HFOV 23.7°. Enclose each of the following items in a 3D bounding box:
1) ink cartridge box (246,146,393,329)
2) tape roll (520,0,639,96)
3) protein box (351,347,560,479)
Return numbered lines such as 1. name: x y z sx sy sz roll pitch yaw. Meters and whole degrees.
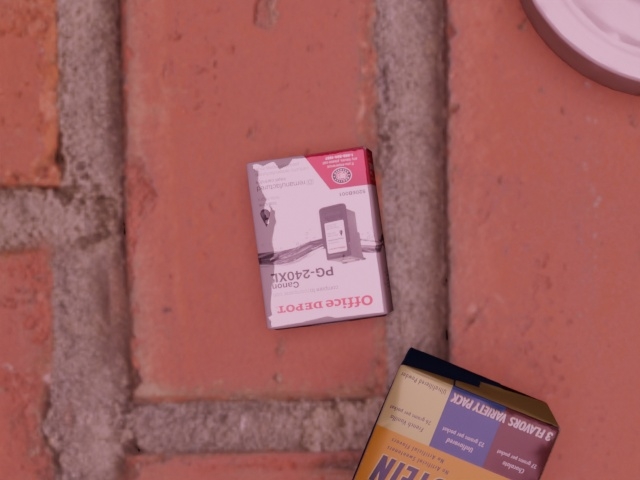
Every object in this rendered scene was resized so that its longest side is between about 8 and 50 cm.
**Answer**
1. ink cartridge box: 0.000 0.000 1.344 0.109 0.063 0.150 -8 89 5
2. tape roll: 0.304 -0.264 1.302 0.286 0.100 0.286 0 89 4
3. protein box: 0.095 0.212 1.265 0.136 0.200 0.201 22 92 5
